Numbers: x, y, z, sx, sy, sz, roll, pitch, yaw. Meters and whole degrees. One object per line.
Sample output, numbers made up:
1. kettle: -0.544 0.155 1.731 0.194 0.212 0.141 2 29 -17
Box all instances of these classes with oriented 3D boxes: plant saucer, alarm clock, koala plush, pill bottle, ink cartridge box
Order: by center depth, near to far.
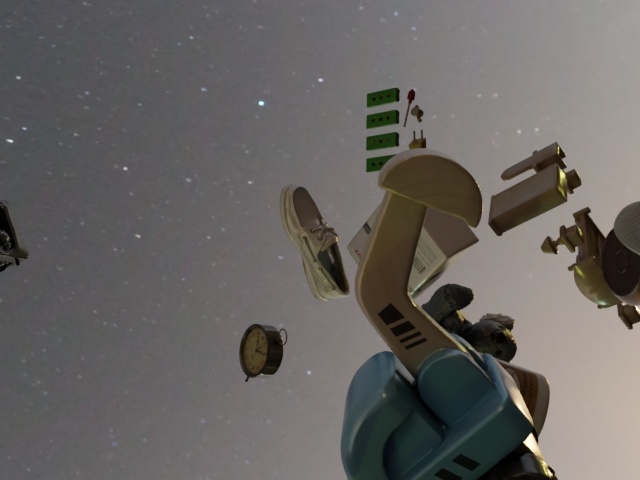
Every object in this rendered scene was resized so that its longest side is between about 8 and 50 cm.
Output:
1. pill bottle: 0.236 0.242 1.156 0.131 0.229 0.131 19 -90 -89
2. plant saucer: 0.576 0.039 1.353 0.029 0.168 0.168 -1 -73 -10
3. ink cartridge box: 0.176 0.008 1.432 0.100 0.172 0.237 -24 -18 -34
4. koala plush: 0.331 0.220 1.573 0.221 0.203 0.196 9 -116 -17
5. alarm clock: -0.130 0.261 1.734 0.064 0.192 0.129 9 -122 -33

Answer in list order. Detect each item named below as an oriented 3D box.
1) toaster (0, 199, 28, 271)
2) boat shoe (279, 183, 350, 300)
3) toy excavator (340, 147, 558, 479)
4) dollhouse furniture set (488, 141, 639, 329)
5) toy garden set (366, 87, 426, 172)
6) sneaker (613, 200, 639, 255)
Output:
1. toaster: -0.512 0.005 0.942 0.110 0.185 0.168 71 -166 14
2. boat shoe: 0.000 0.000 1.579 0.098 0.096 0.277 -34 -72 -40
3. toy excavator: 0.127 0.170 0.912 0.433 0.222 0.445 -44 -83 12
4. dollhouse furniture set: 0.560 0.008 1.658 0.355 0.173 0.303 48 -145 -19
5. toy garden set: 0.232 -0.329 2.132 0.049 0.203 0.244 9 -100 -50
6. sneaker: 0.635 0.030 1.203 0.161 0.282 0.102 32 -88 -37
